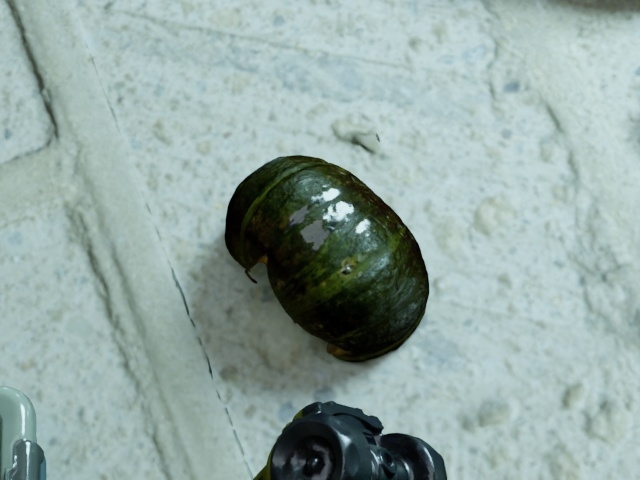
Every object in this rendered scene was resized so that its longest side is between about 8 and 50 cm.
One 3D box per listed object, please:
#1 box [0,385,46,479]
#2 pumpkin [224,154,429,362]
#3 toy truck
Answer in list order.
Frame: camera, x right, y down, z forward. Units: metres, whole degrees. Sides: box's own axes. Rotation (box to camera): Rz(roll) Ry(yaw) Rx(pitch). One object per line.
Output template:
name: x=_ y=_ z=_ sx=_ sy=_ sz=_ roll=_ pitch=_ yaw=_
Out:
box: x=-0.307 y=0.203 z=1.170 sx=0.227 sy=0.130 sz=0.162 roll=-6 pitch=63 yaw=5
pumpkin: x=0.000 y=0.000 z=1.239 sx=0.183 sy=0.107 sz=0.119 roll=40 pitch=70 yaw=22
toy truck: x=0.011 y=0.234 z=1.110 sx=0.165 sy=0.147 sz=0.224 roll=-33 pitch=61 yaw=24
